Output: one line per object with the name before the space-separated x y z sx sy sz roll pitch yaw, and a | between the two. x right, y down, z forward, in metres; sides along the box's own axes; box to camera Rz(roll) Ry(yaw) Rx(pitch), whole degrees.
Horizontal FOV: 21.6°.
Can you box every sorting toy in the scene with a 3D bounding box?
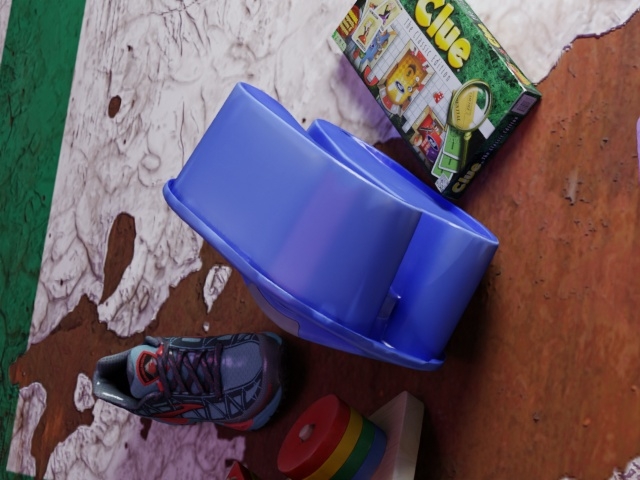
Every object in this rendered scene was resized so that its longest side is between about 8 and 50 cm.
sorting toy | -0.034 0.270 1.544 0.257 0.089 0.255 -41 20 32

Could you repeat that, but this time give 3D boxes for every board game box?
board game box | 0.108 -0.174 1.652 0.136 0.030 0.259 -51 47 22

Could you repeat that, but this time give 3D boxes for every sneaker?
sneaker | -0.143 0.150 1.761 0.262 0.125 0.104 -15 69 44

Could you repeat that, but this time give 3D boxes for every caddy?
caddy | 0.000 0.000 1.567 0.341 0.241 0.179 40 103 46

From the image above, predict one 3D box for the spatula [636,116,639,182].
spatula | 0.314 0.008 1.375 0.084 0.030 0.296 -26 61 38
